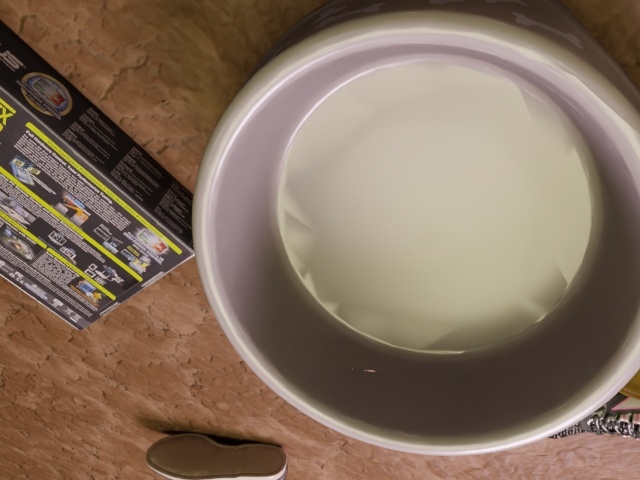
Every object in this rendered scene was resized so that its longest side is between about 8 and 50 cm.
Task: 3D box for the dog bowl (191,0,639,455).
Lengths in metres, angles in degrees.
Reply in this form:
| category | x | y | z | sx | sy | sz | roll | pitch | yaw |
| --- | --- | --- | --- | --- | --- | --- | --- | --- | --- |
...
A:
| category | x | y | z | sx | sy | sz | roll | pitch | yaw |
| --- | --- | --- | --- | --- | --- | --- | --- | --- | --- |
| dog bowl | 0.068 | -0.001 | 0.404 | 0.349 | 0.102 | 0.348 | 6 | 114 | 14 |

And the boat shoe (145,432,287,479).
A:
| category | x | y | z | sx | sy | sz | roll | pitch | yaw |
| --- | --- | --- | --- | --- | --- | --- | --- | --- | --- |
| boat shoe | -0.149 | 0.329 | 0.822 | 0.206 | 0.075 | 0.064 | 2 | 127 | 7 |

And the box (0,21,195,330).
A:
| category | x | y | z | sx | sy | sz | roll | pitch | yaw |
| --- | --- | --- | --- | --- | --- | --- | --- | --- | --- |
| box | -0.271 | -0.046 | 0.546 | 0.216 | 0.060 | 0.270 | -31 | 117 | 33 |

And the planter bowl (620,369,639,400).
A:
| category | x | y | z | sx | sy | sz | roll | pitch | yaw |
| --- | --- | --- | --- | --- | --- | --- | --- | --- | --- |
| planter bowl | 0.323 | 0.052 | 0.423 | 0.217 | 0.217 | 0.090 | -10 | 89 | 22 |

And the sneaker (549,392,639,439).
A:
| category | x | y | z | sx | sy | sz | roll | pitch | yaw |
| --- | --- | --- | --- | --- | --- | --- | --- | --- | --- |
| sneaker | 0.294 | 0.154 | 0.529 | 0.178 | 0.077 | 0.072 | -24 | 126 | 15 |
